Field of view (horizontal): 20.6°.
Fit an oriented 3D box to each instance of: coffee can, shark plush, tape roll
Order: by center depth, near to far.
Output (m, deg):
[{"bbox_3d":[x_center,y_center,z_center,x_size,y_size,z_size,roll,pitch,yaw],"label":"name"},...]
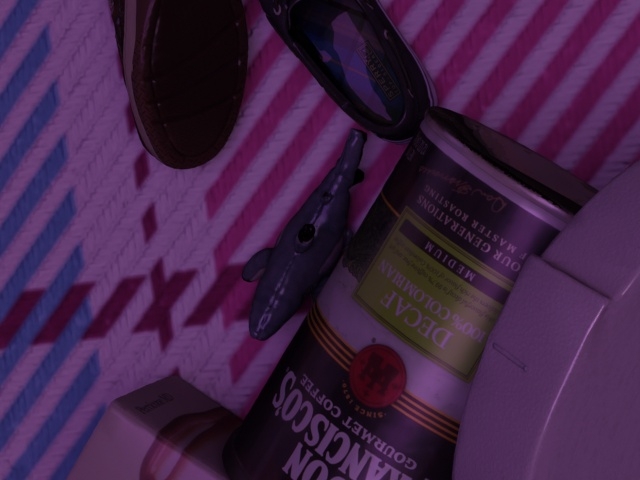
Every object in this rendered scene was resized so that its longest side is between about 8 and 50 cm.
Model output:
[{"bbox_3d":[0.255,0.110,1.052,0.072,0.392,0.392,36,107,51],"label":"tape roll"},{"bbox_3d":[0.088,0.078,1.176,0.201,0.201,0.275,32,102,10],"label":"coffee can"},{"bbox_3d":[0.000,0.000,1.260,0.073,0.067,0.161,41,104,8],"label":"shark plush"}]

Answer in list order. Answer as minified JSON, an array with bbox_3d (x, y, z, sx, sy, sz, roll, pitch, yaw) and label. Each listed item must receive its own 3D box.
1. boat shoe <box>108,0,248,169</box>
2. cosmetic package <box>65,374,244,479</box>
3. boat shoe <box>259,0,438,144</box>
[{"bbox_3d":[-0.112,-0.183,1.272,0.095,0.095,0.257,-10,110,-28],"label":"boat shoe"},{"bbox_3d":[-0.035,0.233,1.250,0.296,0.153,0.129,32,101,8],"label":"cosmetic package"},{"bbox_3d":[-0.002,-0.163,1.240,0.080,0.076,0.228,-34,86,15],"label":"boat shoe"}]
